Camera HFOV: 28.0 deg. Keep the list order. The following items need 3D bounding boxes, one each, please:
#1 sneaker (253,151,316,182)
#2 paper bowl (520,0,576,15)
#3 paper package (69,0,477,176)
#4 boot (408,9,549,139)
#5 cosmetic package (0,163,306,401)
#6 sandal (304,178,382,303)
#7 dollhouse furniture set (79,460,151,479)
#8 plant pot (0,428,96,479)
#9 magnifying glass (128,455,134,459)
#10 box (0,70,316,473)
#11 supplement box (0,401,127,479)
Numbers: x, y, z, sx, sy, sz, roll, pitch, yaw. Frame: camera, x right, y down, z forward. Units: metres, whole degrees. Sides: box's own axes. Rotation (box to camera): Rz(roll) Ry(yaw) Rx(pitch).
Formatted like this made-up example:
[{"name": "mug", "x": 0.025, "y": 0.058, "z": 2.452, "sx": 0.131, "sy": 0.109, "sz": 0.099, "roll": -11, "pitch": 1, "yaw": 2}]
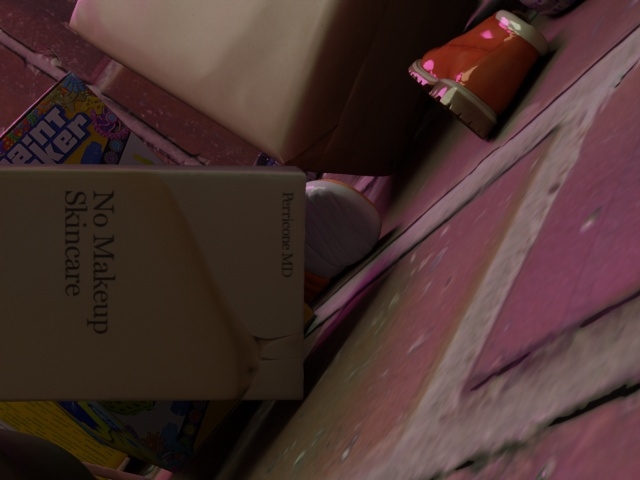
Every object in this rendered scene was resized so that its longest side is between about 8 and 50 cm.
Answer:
[{"name": "sneaker", "x": -0.051, "y": -0.111, "z": 1.848, "sx": 0.129, "sy": 0.111, "sz": 0.297, "roll": -58, "pitch": 2, "yaw": 41}, {"name": "paper bowl", "x": 0.185, "y": -0.309, "z": 0.880, "sx": 0.284, "sy": 0.148, "sz": 0.284, "roll": -54, "pitch": 5, "yaw": 7}, {"name": "paper package", "x": -0.028, "y": -0.251, "z": 1.140, "sx": 0.168, "sy": 0.325, "sz": 0.309, "roll": 9, "pitch": -70, "yaw": -51}, {"name": "boot", "x": 0.112, "y": -0.123, "z": 0.893, "sx": 0.084, "sy": 0.059, "sz": 0.158, "roll": -52, "pitch": 15, "yaw": 6}, {"name": "cosmetic package", "x": -0.166, "y": 0.026, "z": 0.888, "sx": 0.113, "sy": 0.309, "sz": 0.160, "roll": -127, "pitch": 36, "yaw": -84}, {"name": "sandal", "x": -0.009, "y": -0.013, "z": 1.073, "sx": 0.076, "sy": 0.102, "sz": 0.265, "roll": -57, "pitch": 15, "yaw": -26}, {"name": "dollhouse furniture set", "x": -0.208, "y": 0.220, "z": 1.286, "sx": 0.161, "sy": 0.101, "sz": 0.182, "roll": -57, "pitch": 6, "yaw": -16}, {"name": "plant pot", "x": -0.292, "y": 0.265, "z": 0.980, "sx": 0.323, "sy": 0.323, "sz": 0.280, "roll": -54, "pitch": -11, "yaw": 9}, {"name": "magnifying glass", "x": -0.224, "y": 0.245, "z": 1.644, "sx": 0.092, "sy": 0.026, "sz": 0.231, "roll": -56, "pitch": 7, "yaw": -6}, {"name": "box", "x": -0.201, "y": 0.034, "z": 1.117, "sx": 0.177, "sy": 0.279, "sz": 0.290, "roll": -48, "pitch": 12, "yaw": -17}, {"name": "supplement box", "x": -0.301, "y": 0.176, "z": 1.576, "sx": 0.356, "sy": 0.194, "sz": 0.195, "roll": -49, "pitch": 8, "yaw": 48}]
